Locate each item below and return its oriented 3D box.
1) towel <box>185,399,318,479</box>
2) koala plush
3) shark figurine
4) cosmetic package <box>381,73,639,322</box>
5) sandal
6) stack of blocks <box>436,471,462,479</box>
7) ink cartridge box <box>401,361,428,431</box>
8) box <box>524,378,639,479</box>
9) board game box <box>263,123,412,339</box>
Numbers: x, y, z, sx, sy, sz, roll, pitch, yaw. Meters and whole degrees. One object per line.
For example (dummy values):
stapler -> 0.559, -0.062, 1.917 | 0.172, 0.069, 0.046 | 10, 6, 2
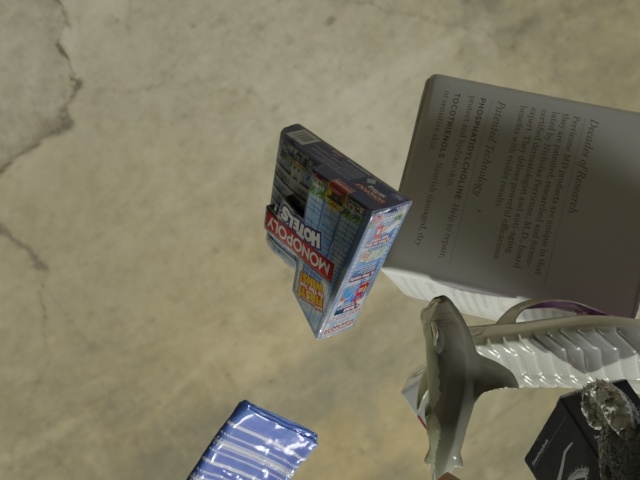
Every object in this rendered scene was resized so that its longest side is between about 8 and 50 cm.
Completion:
towel -> -0.155, 0.446, 1.984 | 0.336, 0.040, 0.243 | -57, 141, -3
koala plush -> 0.360, 0.243, 1.158 | 0.196, 0.221, 0.203 | 34, 104, -28
shark figurine -> 0.169, 0.192, 1.320 | 0.116, 0.278, 0.166 | 2, 168, -1
cosmetic package -> 0.343, -0.036, 1.860 | 0.329, 0.394, 0.327 | 46, 58, -73
sandal -> 0.330, 0.132, 1.590 | 0.416, 0.102, 0.169 | -5, 143, 36
stack of blocks -> 0.107, 0.406, 1.173 | 0.171, 0.087, 0.297 | -32, 134, -36
ink cartridge box -> 0.204, 0.277, 2.012 | 0.063, 0.109, 0.150 | -34, 179, 13
box -> 0.368, 0.304, 1.431 | 0.108, 0.207, 0.153 | -11, 143, -22
board game box -> 0.000, 0.000, 1.269 | 0.060, 0.194, 0.194 | -16, 129, -37
